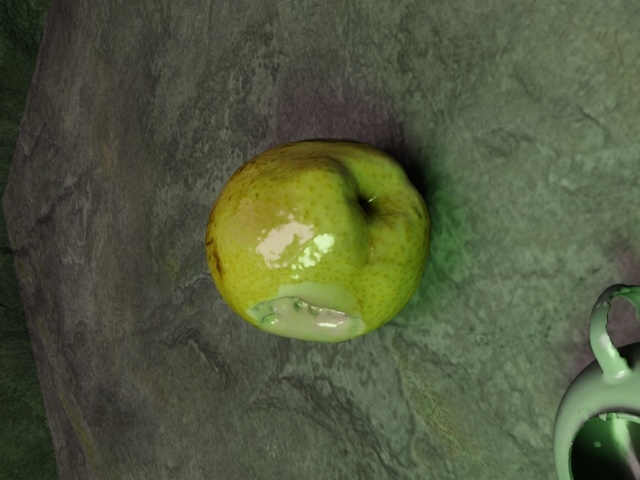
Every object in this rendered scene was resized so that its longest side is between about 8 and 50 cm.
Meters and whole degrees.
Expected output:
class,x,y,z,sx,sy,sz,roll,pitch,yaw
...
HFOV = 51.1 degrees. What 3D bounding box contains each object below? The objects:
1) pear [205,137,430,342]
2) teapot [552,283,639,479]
class,x,y,z,sx,sy,sz,roll,pitch,yaw
pear,0.000,0.000,0.800,0.271,0.271,0.271,6,97,53
teapot,0.279,0.179,0.543,0.193,0.129,0.294,-24,74,50
